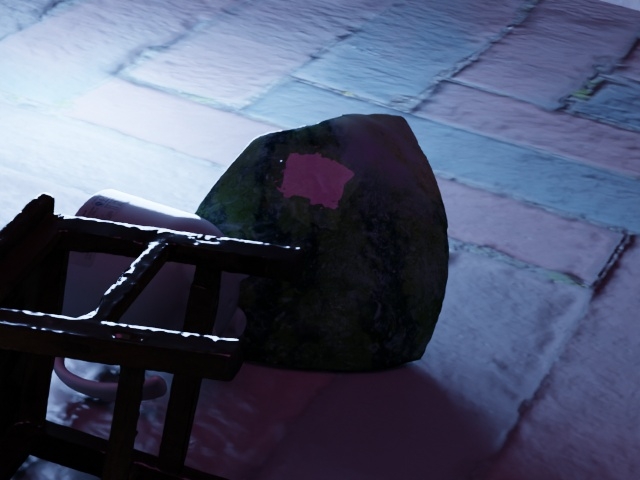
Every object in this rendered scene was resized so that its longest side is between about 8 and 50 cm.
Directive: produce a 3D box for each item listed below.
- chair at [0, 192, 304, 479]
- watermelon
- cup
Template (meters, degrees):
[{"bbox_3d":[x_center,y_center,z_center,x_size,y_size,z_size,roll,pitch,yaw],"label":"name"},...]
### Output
[{"bbox_3d":[-0.250,0.094,1.385,0.416,0.241,0.203,15,27,9],"label":"chair"},{"bbox_3d":[0.000,0.000,1.759,0.256,0.260,0.176,24,10,-9],"label":"watermelon"},{"bbox_3d":[-0.149,0.046,1.626,0.142,0.134,0.173,16,32,22],"label":"cup"}]
